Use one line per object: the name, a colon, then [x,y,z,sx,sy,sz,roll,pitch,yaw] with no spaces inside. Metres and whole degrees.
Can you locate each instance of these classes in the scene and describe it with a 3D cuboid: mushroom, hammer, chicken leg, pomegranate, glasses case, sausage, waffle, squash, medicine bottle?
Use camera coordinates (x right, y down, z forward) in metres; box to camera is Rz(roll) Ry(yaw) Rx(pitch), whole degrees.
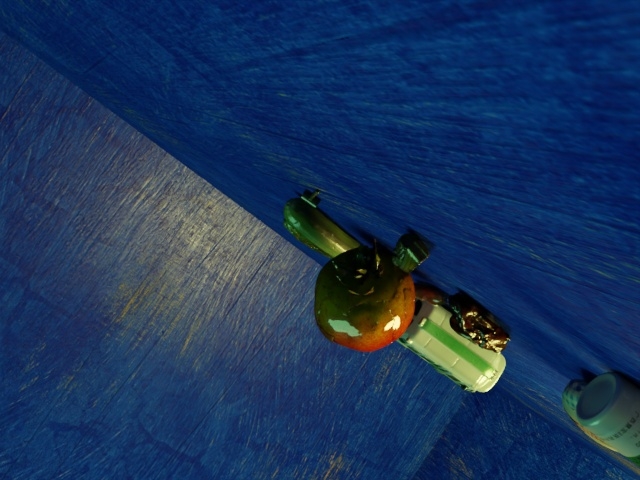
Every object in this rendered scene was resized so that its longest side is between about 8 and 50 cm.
mushroom: [0.314,0.183,1.429,0.123,0.052,0.123,29,180,0]
hammer: [-0.012,-0.082,1.301,0.035,0.019,0.110,35,170,-4]
chicken leg: [0.295,0.154,1.305,0.205,0.053,0.093,46,-166,-31]
pomegranate: [0.082,0.107,1.399,0.210,0.210,0.235,32,150,35]
glasses case: [0.503,0.316,1.276,0.125,0.076,0.327,35,176,31]
sausage: [0.220,0.110,1.487,0.158,0.042,0.036,-169,62,-75]
waffle: [0.000,0.000,1.817,0.214,0.054,0.208,29,173,-3]
squash: [0.006,-0.017,1.532,0.229,0.066,0.066,36,176,-35]
medicine bottle: [0.492,0.294,1.021,0.260,0.095,0.095,34,176,-5]

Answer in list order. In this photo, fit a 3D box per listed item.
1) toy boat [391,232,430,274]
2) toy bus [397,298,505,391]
toy boat: [0.133,0.019,1.079,0.049,0.047,0.149,48,174,7]
toy bus: [0.292,0.238,1.649,0.276,0.134,0.164,36,176,-14]
